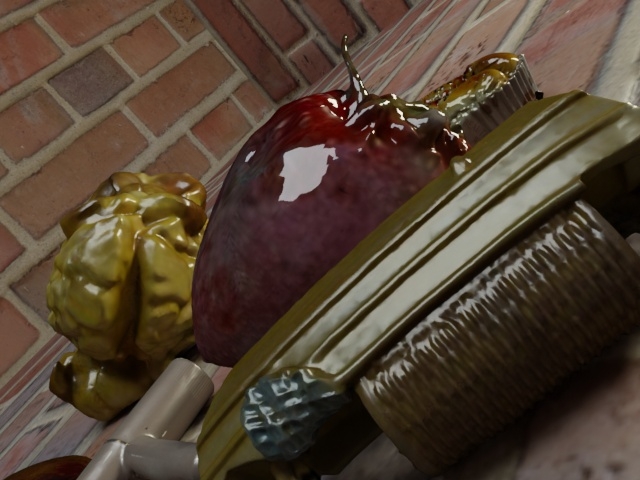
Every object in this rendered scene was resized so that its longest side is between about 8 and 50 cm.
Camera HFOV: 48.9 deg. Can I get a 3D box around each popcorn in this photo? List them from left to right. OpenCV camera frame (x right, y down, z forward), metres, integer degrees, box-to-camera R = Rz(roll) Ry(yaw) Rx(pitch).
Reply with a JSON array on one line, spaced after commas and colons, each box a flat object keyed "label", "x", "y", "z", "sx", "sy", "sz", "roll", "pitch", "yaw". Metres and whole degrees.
[{"label": "popcorn", "x": -0.230, "y": 0.064, "z": 0.885, "sx": 0.265, "sy": 0.225, "sz": 0.332, "roll": 152, "pitch": 143, "yaw": -80}]

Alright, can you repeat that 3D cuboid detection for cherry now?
[{"label": "cherry", "x": 0.000, "y": 0.000, "z": 0.499, "sx": 0.250, "sy": 0.175, "sz": 0.192, "roll": -47, "pitch": 45, "yaw": 7}]

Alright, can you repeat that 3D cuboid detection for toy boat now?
[{"label": "toy boat", "x": 0.071, "y": 0.038, "z": 0.353, "sx": 0.310, "sy": 0.089, "sz": 0.115, "roll": -40, "pitch": 51, "yaw": 3}]

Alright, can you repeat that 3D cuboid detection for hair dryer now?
[{"label": "hair dryer", "x": -0.108, "y": 0.158, "z": 0.565, "sx": 0.220, "sy": 0.054, "sz": 0.195, "roll": -28, "pitch": 19, "yaw": 41}]

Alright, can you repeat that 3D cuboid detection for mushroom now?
[{"label": "mushroom", "x": -0.263, "y": 0.244, "z": 0.664, "sx": 0.123, "sy": 0.052, "sz": 0.123, "roll": -11, "pitch": 14, "yaw": 3}]

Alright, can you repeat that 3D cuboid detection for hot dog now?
[{"label": "hot dog", "x": 0.108, "y": -0.105, "z": 0.745, "sx": 0.268, "sy": 0.075, "sz": 0.144, "roll": -36, "pitch": 17, "yaw": 30}]
